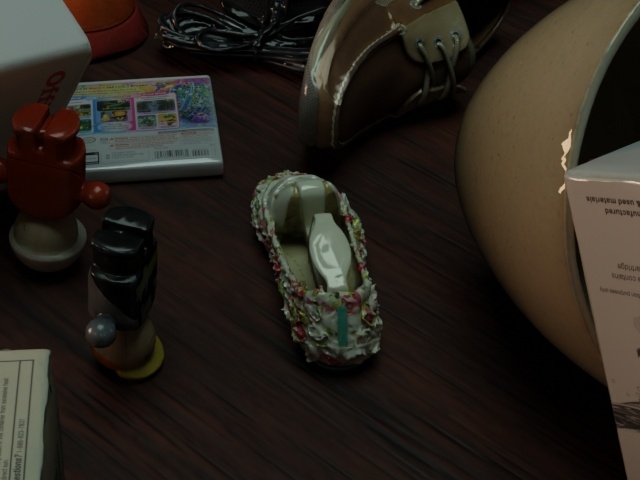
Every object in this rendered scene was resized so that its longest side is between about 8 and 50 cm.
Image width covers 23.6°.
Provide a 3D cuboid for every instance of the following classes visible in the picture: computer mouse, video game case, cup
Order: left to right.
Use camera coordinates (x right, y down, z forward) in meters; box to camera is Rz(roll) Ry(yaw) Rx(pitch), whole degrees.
[{"bbox_3d":[-0.169,-0.098,1.350,0.157,0.019,0.143,-4,38,-6],"label":"video game case"},{"bbox_3d":[-0.048,-0.271,1.514,0.188,0.072,0.272,9,61,3],"label":"computer mouse"},{"bbox_3d":[0.232,-0.049,1.104,0.331,0.331,0.237,-21,17,-26],"label":"cup"}]

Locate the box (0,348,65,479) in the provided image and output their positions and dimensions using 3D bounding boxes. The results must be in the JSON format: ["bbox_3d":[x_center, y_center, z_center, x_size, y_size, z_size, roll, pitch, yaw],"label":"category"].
[{"bbox_3d":[-0.317,0.159,0.926,0.311,0.121,0.148,-1,38,-4],"label":"box"}]

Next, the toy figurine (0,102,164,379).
[{"bbox_3d":[-0.230,0.024,1.097,0.213,0.148,0.209,-20,49,-29],"label":"toy figurine"}]

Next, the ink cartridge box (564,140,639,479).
[{"bbox_3d":[0.281,0.060,0.938,0.197,0.273,0.114,-22,17,-28],"label":"ink cartridge box"}]

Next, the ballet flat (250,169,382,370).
[{"bbox_3d":[0.000,0.000,1.181,0.091,0.077,0.241,-9,38,-12],"label":"ballet flat"}]

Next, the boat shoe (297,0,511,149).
[{"bbox_3d":[0.083,-0.179,1.384,0.116,0.123,0.324,20,43,19],"label":"boat shoe"}]

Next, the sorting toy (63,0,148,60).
[{"bbox_3d":[-0.286,-0.320,1.546,0.127,0.126,0.365,-17,42,-22],"label":"sorting toy"}]

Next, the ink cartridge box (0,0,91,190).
[{"bbox_3d":[-0.337,-0.102,1.157,0.273,0.198,0.115,-21,71,-38],"label":"ink cartridge box"}]
